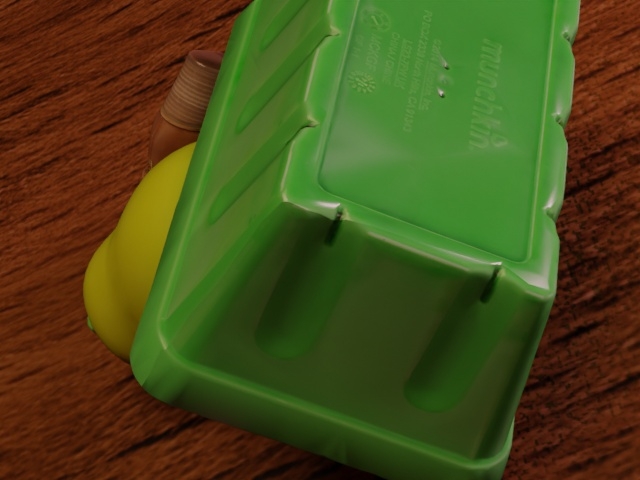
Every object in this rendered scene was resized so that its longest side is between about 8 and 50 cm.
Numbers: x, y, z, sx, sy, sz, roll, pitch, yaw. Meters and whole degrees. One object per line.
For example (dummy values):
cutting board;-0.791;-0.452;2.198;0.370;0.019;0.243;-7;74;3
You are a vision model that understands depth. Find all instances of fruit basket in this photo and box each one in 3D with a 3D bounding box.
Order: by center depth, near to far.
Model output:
fruit basket;0.000;0.000;1.032;0.392;0.283;0.392;-160;90;-82

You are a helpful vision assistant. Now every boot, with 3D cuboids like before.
boot;-0.054;-0.069;1.218;0.073;0.197;0.152;51;125;48
